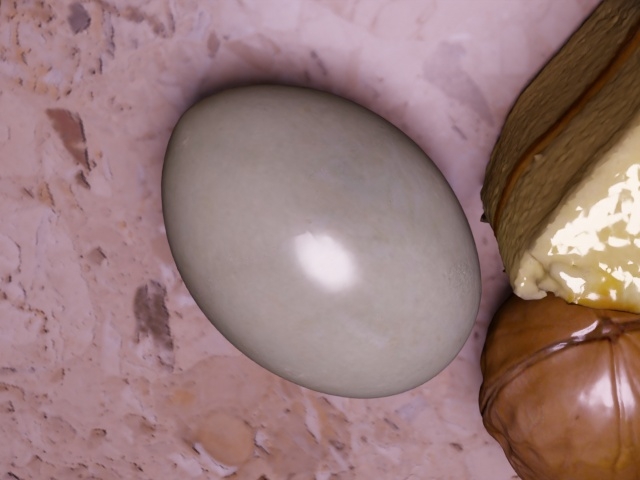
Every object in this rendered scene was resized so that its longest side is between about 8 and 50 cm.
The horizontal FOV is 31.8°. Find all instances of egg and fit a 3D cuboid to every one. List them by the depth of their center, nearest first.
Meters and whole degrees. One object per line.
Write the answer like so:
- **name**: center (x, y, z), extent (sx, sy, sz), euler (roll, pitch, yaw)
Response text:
- **egg**: center (0.000, 0.000, 0.770), extent (0.186, 0.186, 0.253), euler (-43, 104, 13)

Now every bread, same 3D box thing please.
- **bread**: center (0.241, -0.008, 0.728), extent (0.236, 0.263, 0.198), euler (37, 107, -11)

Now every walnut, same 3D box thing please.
- **walnut**: center (0.192, 0.103, 0.799), extent (0.167, 0.207, 0.167), euler (-1, 65, 3)
